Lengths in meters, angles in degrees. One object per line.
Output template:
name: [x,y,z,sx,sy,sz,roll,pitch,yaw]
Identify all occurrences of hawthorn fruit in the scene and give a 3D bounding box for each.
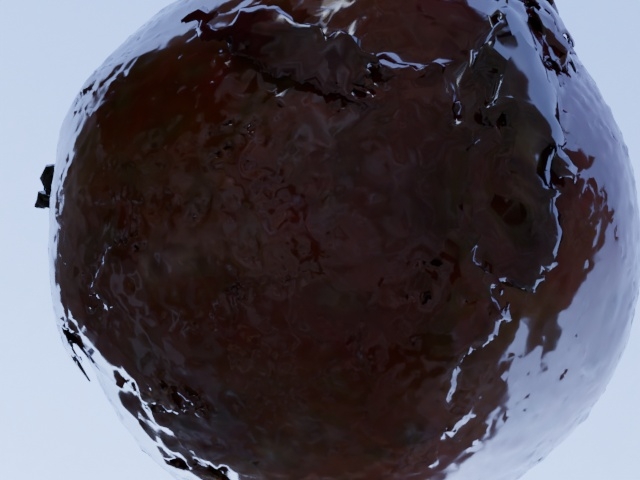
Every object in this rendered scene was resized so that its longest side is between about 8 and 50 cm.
hawthorn fruit: [0.016,0.004,0.846,0.316,0.316,0.316,5,-78,26]
